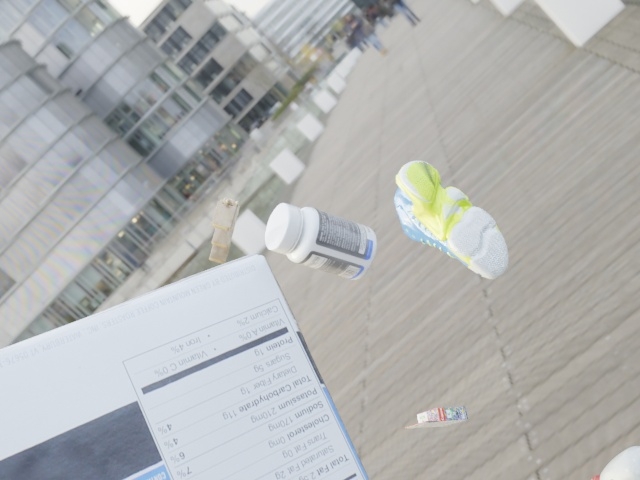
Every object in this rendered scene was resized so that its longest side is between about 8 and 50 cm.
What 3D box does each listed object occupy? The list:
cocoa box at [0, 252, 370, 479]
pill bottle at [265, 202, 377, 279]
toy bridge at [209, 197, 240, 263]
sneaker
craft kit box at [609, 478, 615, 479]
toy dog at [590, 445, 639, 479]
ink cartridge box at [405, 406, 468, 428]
[{"bbox_3d":[-0.136,0.197,0.590,0.231,0.228,0.347,-21,-11,-27],"label":"cocoa box"},{"bbox_3d":[0.000,0.000,1.072,0.078,0.137,0.078,-40,40,46],"label":"pill bottle"},{"bbox_3d":[-0.125,-0.023,1.050,0.188,0.026,0.063,119,166,-72],"label":"toy bridge"},{"bbox_3d":[0.211,-0.022,1.332,0.091,0.240,0.126,-32,-14,-23],"label":"sneaker"},{"bbox_3d":[0.401,0.430,1.036,0.246,0.061,0.250,-13,18,-31],"label":"craft kit box"},{"bbox_3d":[0.487,0.489,1.352,0.220,0.161,0.334,-46,-13,-24],"label":"toy dog"},{"bbox_3d":[0.224,0.345,1.553,0.063,0.115,0.029,-34,58,48],"label":"ink cartridge box"}]
